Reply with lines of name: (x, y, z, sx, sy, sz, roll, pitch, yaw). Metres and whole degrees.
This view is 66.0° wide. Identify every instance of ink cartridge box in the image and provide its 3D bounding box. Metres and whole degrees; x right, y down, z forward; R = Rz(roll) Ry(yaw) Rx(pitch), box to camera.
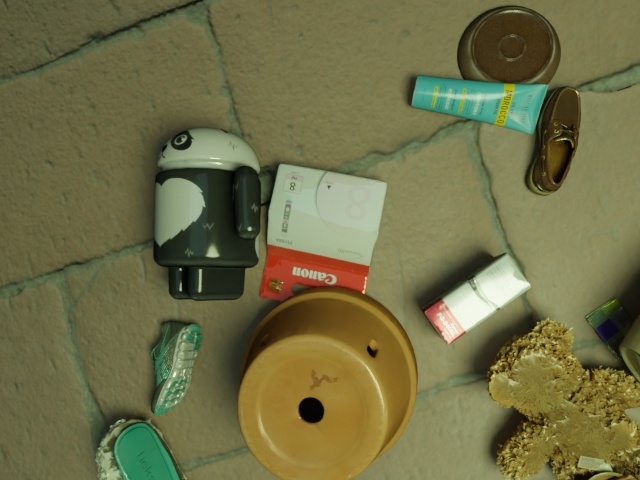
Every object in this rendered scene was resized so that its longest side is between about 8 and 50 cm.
ink cartridge box: (0.000, 0.000, 0.834, 0.188, 0.066, 0.233, 11, 83, 9)
ink cartridge box: (0.235, 0.089, 0.762, 0.150, 0.109, 0.063, -36, 81, 4)

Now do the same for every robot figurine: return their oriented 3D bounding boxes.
robot figurine: (-0.185, -0.043, 0.803, 0.208, 0.173, 0.279, 0, 86, 6)

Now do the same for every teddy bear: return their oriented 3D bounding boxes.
teddy bear: (0.384, 0.279, 0.740, 0.337, 0.113, 0.245, 32, 98, 2)

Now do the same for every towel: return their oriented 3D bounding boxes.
towel: (0.466, 0.139, 0.774, 0.060, 0.009, 0.083, -35, 82, 5)

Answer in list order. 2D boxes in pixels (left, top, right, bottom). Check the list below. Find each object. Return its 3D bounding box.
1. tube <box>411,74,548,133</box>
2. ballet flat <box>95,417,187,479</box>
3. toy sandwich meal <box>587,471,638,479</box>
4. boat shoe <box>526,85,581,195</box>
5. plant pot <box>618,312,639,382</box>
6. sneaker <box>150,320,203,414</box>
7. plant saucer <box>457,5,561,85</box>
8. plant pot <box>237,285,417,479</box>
tube: (0.257, -0.231, 0.815, 0.206, 0.052, 0.080, 11, 126, 8)
ballet flat: (-0.250, 0.489, 0.812, 0.146, 0.147, 0.409, -31, 79, 5)
toy sandwich meal: (0.403, 0.358, 0.677, 0.085, 0.029, 0.086, 1, 98, 7)
boat shoe: (0.381, -0.160, 0.781, 0.064, 0.060, 0.178, 15, 88, -2)
plant pot: (0.550, 0.109, 0.638, 0.274, 0.256, 0.257, -36, 81, 4)
sneaker: (-0.264, 0.217, 0.861, 0.076, 0.065, 0.167, 17, 85, 26)
plant saucer: (0.316, -0.317, 0.823, 0.168, 0.029, 0.169, -1, 86, 8)
plant pot: (0.000, 0.222, 0.732, 0.290, 0.203, 0.291, 0, 90, 9)
